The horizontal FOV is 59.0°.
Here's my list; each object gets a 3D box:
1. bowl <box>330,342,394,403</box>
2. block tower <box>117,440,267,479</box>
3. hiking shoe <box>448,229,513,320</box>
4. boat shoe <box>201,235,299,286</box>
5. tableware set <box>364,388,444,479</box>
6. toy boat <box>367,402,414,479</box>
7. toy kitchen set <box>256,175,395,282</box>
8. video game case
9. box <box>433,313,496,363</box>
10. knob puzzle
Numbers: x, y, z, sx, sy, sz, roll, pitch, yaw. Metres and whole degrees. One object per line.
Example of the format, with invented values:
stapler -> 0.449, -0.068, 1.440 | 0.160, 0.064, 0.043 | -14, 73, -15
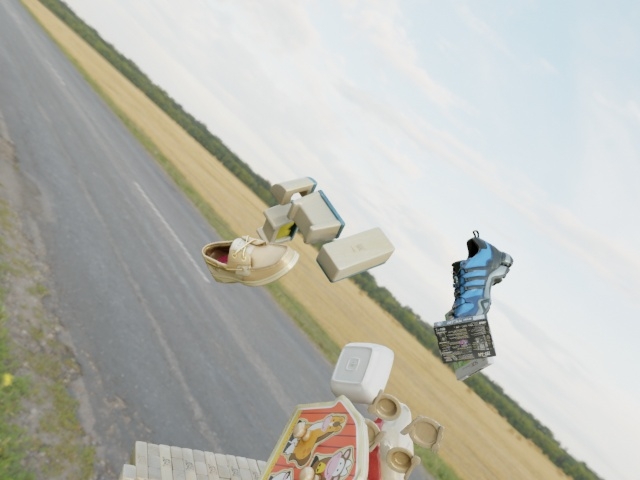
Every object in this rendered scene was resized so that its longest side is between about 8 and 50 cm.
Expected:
bowl -> 0.086, 0.295, 1.299 | 0.142, 0.141, 0.053 | -6, -40, 44
block tower -> -0.131, 0.379, 0.827 | 0.336, 0.090, 0.097 | 18, 7, -21
hiking shoe -> 0.377, 0.120, 1.463 | 0.132, 0.304, 0.113 | 38, -32, 0
boat shoe -> -0.105, 0.024, 0.781 | 0.170, 0.063, 0.059 | -8, -52, 40
tableware set -> 0.136, 0.359, 1.051 | 0.169, 0.141, 0.020 | 32, 21, 9
toy boat -> 0.117, 0.441, 1.232 | 0.151, 0.150, 0.231 | -3, 2, 20
toy kitchen set -> 0.000, 0.000, 1.001 | 0.207, 0.122, 0.166 | 57, -36, 24
video game case -> 0.432, 0.284, 1.664 | 0.023, 0.212, 0.193 | 3, -28, -15
box -> 0.224, 0.153, 0.880 | 0.018, 0.083, 0.067 | -56, 130, -66
knob puzzle -> -0.018, 0.255, 0.636 | 0.030, 0.213, 0.213 | 43, -1, -17
